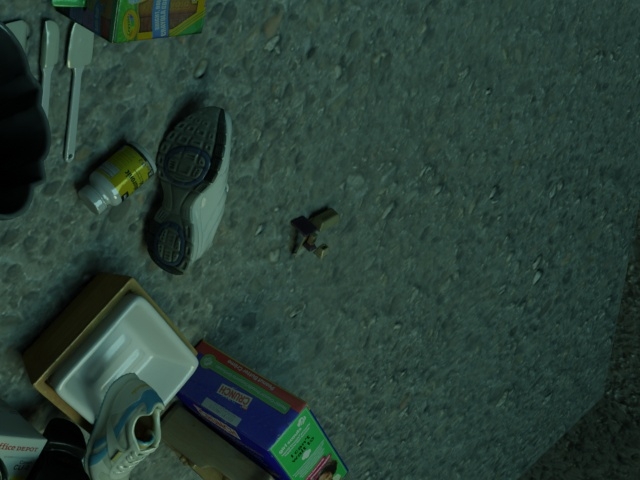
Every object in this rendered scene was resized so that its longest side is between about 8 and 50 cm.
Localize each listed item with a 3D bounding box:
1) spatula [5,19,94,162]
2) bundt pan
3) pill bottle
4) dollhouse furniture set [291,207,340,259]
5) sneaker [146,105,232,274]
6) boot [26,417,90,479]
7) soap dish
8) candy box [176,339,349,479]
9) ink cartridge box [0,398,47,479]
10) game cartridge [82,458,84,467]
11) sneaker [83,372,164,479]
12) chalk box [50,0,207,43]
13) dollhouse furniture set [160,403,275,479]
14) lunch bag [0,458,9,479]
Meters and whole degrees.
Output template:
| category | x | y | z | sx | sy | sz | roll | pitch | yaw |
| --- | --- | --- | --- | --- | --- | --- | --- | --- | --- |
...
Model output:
| category | x | y | z | sx | sy | sz | roll | pitch | yaw |
| --- | --- | --- | --- | --- | --- | --- | --- | --- | --- |
| spatula | -0.395 | -0.204 | 1.815 | 0.168 | 0.019 | 0.242 | -26 | 138 | -48 |
| bundt pan | -0.469 | -0.148 | 1.465 | 0.124 | 0.330 | 0.331 | -22 | 164 | 30 |
| pill bottle | -0.314 | -0.094 | 1.972 | 0.116 | 0.065 | 0.065 | -43 | 146 | -20 |
| dollhouse furniture set | 0.000 | 0.000 | 2.480 | 0.114 | 0.091 | 0.081 | -30 | 154 | -41 |
| sneaker | -0.203 | -0.092 | 2.115 | 0.129 | 0.111 | 0.297 | -34 | 149 | -58 |
| boot | -0.455 | 0.435 | 2.057 | 0.091 | 0.263 | 0.229 | 26 | 114 | -19 |
| soap dish | -0.347 | 0.199 | 2.133 | 0.229 | 0.118 | 0.291 | -49 | 148 | -13 |
| candy box | -0.115 | 0.355 | 2.443 | 0.122 | 0.268 | 0.317 | -52 | 148 | -15 |
| ink cartridge box | -0.539 | 0.344 | 1.990 | 0.128 | 0.127 | 0.176 | 20 | 100 | -57 |
| game cartridge | -0.426 | 0.403 | 2.302 | 0.083 | 0.017 | 0.056 | 9 | 106 | -56 |
| sneaker | -0.318 | 0.332 | 2.089 | 0.087 | 0.092 | 0.228 | -17 | 131 | -48 |
| chalk box | -0.268 | -0.354 | 1.742 | 0.213 | 0.132 | 0.132 | -19 | 131 | -45 |
| dollhouse furniture set | -0.280 | 0.550 | 2.387 | 0.394 | 0.256 | 0.362 | -50 | 150 | -14 |
| lunch bag | -0.573 | 0.305 | 1.805 | 0.169 | 0.235 | 0.287 | -44 | 146 | -25 |
